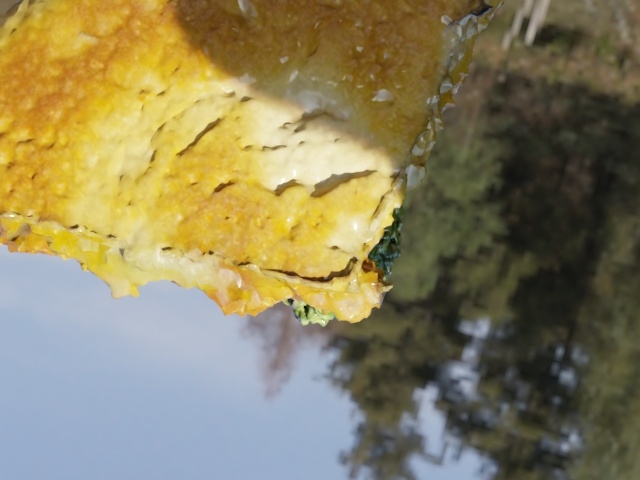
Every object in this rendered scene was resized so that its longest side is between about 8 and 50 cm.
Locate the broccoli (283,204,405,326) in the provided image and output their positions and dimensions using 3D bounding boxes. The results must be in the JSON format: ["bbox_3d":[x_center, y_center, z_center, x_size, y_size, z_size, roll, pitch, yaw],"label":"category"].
[{"bbox_3d":[0.000,0.000,0.859,0.097,0.092,0.095,-17,113,52],"label":"broccoli"}]

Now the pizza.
[{"bbox_3d":[-0.039,-0.054,0.782,0.335,0.226,0.086,-26,160,-3],"label":"pizza"}]
